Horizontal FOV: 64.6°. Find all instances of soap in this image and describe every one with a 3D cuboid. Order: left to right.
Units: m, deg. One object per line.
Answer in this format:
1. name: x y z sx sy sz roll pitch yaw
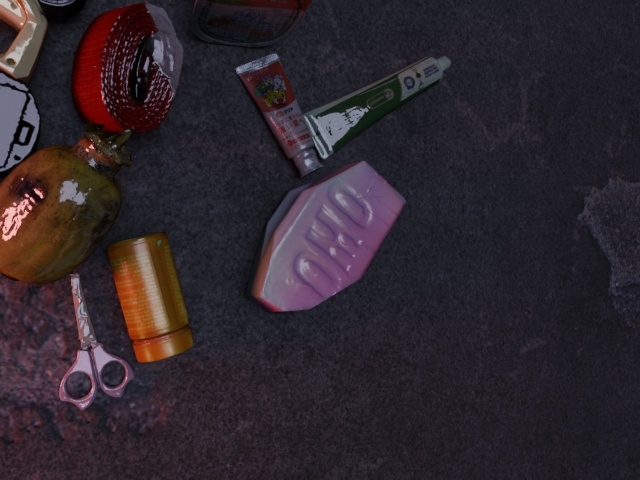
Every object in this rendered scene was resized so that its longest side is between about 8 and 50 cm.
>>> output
1. soap: 0.000 0.000 0.948 0.193 0.109 0.323 40 72 -20

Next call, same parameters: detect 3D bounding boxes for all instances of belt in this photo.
1. belt: -0.307 -0.265 0.791 0.128 0.124 0.200 19 81 -51

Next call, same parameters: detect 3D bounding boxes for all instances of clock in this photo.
1. clock: -0.501 -0.271 0.696 0.277 0.120 0.378 15 82 -30

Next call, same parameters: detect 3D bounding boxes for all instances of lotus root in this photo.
1. lotus root: -0.361 -0.056 0.713 0.154 0.154 0.278 42 96 -20

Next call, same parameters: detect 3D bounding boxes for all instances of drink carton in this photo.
1. drink carton: -0.140 -0.460 0.861 0.186 0.191 0.189 -10 83 -25

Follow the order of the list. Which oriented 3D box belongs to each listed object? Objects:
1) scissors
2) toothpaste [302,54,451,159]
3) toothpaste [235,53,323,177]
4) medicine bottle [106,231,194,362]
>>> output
1. scissors: -0.367 0.156 0.800 0.110 0.021 0.212 -12 95 -29
2. toothpaste: 0.132 -0.297 1.055 0.392 0.061 0.098 -33 99 -20
3. toothpaste: -0.069 -0.233 0.956 0.089 0.057 0.234 -28 93 -19
4. medicine bottle: -0.270 0.088 0.810 0.096 0.096 0.191 -16 96 -27
